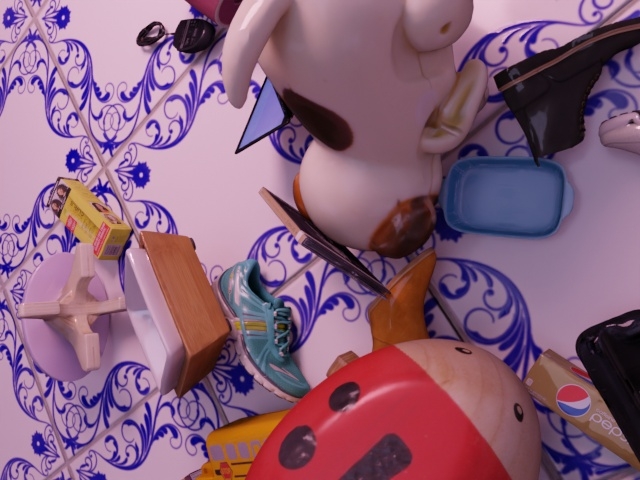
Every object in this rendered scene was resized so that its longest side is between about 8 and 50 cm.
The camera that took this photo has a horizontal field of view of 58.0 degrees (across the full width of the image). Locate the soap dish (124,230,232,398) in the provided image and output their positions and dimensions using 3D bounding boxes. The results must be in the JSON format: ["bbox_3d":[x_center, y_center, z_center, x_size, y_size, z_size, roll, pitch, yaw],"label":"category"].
[{"bbox_3d":[-0.262,0.138,1.036,0.228,0.118,0.291,62,153,18],"label":"soap dish"}]

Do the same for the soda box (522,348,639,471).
[{"bbox_3d":[0.357,0.218,0.745,0.181,0.061,0.058,34,105,28],"label":"soda box"}]

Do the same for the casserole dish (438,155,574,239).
[{"bbox_3d":[0.264,-0.061,0.826,0.189,0.037,0.114,6,92,33],"label":"casserole dish"}]

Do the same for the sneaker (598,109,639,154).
[{"bbox_3d":[0.469,-0.084,0.665,0.292,0.110,0.118,20,108,31],"label":"sneaker"}]

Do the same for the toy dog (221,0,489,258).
[{"bbox_3d":[0.072,-0.169,0.762,0.285,0.395,0.407,18,135,28],"label":"toy dog"}]

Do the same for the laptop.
[{"bbox_3d":[-0.081,-0.300,0.893,0.137,0.264,0.234,7,63,18],"label":"laptop"}]

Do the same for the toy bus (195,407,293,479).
[{"bbox_3d":[-0.083,0.358,0.954,0.333,0.108,0.130,-25,81,41],"label":"toy bus"}]

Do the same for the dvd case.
[{"bbox_3d":[0.000,0.000,0.861,0.018,0.165,0.221,-53,29,5],"label":"dvd case"}]

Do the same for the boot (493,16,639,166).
[{"bbox_3d":[0.346,-0.196,0.760,0.198,0.077,0.137,-22,94,11],"label":"boot"}]

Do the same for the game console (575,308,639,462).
[{"bbox_3d":[0.432,0.241,0.647,0.213,0.044,0.361,-30,87,17],"label":"game console"}]

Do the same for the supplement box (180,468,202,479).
[{"bbox_3d":[-0.238,0.496,1.119,0.055,0.043,0.083,-44,67,25],"label":"supplement box"}]

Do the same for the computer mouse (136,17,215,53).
[{"bbox_3d":[-0.298,-0.418,1.191,0.242,0.041,0.071,16,88,38],"label":"computer mouse"}]

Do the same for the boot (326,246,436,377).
[{"bbox_3d":[0.154,0.179,0.861,0.211,0.104,0.295,40,114,21],"label":"boot"}]

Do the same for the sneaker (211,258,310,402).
[{"bbox_3d":[-0.096,0.155,1.011,0.110,0.107,0.275,-37,72,12],"label":"sneaker"}]

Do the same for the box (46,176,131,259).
[{"bbox_3d":[-0.526,-0.051,1.305,0.232,0.058,0.087,38,107,27],"label":"box"}]

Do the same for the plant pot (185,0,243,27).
[{"bbox_3d":[-0.195,-0.498,1.045,0.201,0.201,0.180,-42,84,24],"label":"plant pot"}]

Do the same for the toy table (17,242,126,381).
[{"bbox_3d":[-0.503,0.149,1.198,0.161,0.252,0.274,-18,87,47],"label":"toy table"}]

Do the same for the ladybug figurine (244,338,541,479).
[{"bbox_3d":[0.067,0.295,0.699,0.449,0.162,0.305,-41,61,-6],"label":"ladybug figurine"}]
